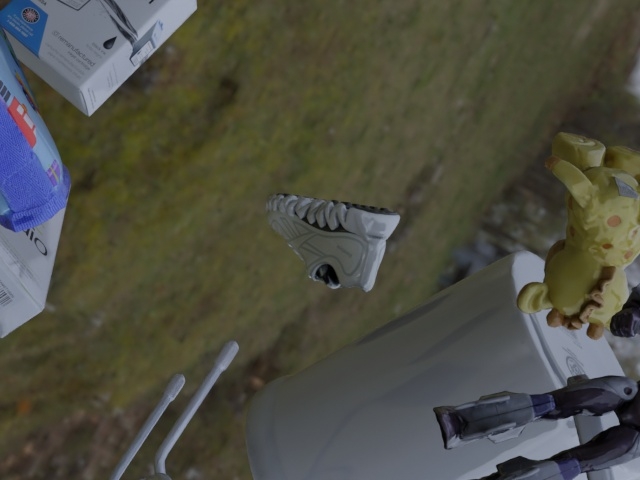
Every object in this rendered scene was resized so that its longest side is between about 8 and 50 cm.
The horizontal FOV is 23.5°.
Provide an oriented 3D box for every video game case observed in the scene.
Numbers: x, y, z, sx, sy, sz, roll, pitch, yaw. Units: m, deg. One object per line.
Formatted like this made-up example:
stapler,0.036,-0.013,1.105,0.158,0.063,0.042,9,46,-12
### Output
video game case,0.243,0.218,1.325,0.183,0.023,0.201,19,59,-81

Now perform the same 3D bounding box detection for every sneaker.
sneaker,0.000,0.000,2.085,0.292,0.110,0.118,14,-83,65

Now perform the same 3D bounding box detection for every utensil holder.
utensil holder,0.158,0.235,1.875,0.385,0.328,0.327,-31,-169,22

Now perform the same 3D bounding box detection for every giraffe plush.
giraffe plush,0.284,0.007,1.544,0.210,0.181,0.171,-32,142,-65

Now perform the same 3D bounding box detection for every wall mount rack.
wall mount rack,-0.172,0.287,1.779,0.350,0.130,0.304,147,-61,-61

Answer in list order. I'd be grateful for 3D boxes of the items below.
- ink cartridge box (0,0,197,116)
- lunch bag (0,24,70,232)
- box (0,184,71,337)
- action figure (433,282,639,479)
ink cartridge box,-0.254,-0.261,1.760,0.191,0.139,0.082,-48,168,-15
lunch bag,-0.242,-0.130,0.886,0.138,0.221,0.293,-36,-152,-16
box,-0.341,-0.072,1.492,0.058,0.232,0.322,-32,-158,8
action figure,0.238,0.135,1.182,0.285,0.185,0.099,-19,166,-1
